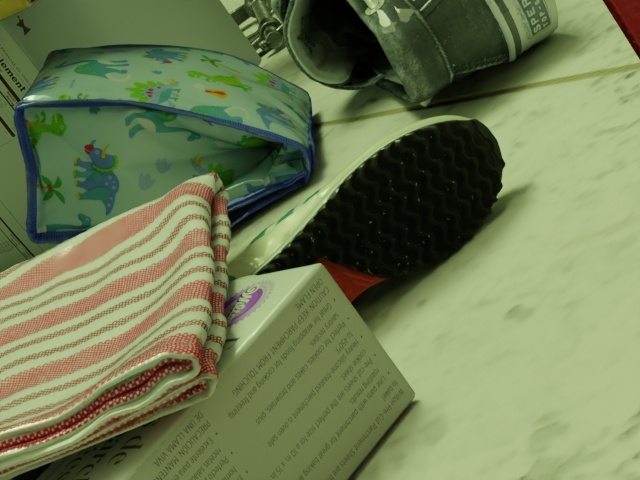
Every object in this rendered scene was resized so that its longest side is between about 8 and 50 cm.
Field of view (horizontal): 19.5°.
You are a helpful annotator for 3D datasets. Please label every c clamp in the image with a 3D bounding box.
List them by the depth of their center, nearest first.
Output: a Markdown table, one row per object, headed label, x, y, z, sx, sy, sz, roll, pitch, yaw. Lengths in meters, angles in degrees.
| label | x | y | z | sx | sy | sz | roll | pitch | yaw |
| --- | --- | --- | --- | --- | --- | --- | --- | --- | --- |
| c clamp | -0.054 | -0.146 | 1.325 | 0.137 | 0.022 | 0.160 | -41 | 19 | 1 |

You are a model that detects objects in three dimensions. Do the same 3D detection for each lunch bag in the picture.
| label | x | y | z | sx | sy | sz | roll | pitch | yaw |
| --- | --- | --- | --- | --- | --- | --- | --- | --- | --- |
| lunch bag | -0.079 | -0.054 | 1.005 | 0.151 | 0.096 | 0.129 | -4 | 21 | 1 |

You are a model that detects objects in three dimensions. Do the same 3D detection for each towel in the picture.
| label | x | y | z | sx | sy | sz | roll | pitch | yaw |
| --- | --- | --- | --- | --- | --- | --- | --- | --- | --- |
| towel | -0.102 | 0.032 | 0.668 | 0.144 | 0.029 | 0.197 | -22 | 19 | 6 |

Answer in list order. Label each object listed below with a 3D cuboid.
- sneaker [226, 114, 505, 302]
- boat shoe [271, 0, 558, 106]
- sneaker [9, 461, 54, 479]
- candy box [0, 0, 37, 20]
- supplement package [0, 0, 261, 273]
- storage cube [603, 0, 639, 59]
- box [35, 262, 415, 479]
| label | x | y | z | sx | sy | sz | roll | pitch | yaw |
| --- | --- | --- | --- | --- | --- | --- | --- | --- | --- |
| sneaker | 0.000 | 0.000 | 0.768 | 0.161 | 0.057 | 0.075 | -42 | 24 | -10 |
| boat shoe | 0.022 | -0.130 | 1.011 | 0.102 | 0.108 | 0.301 | -36 | 24 | -6 |
| sneaker | -0.209 | 0.145 | 0.743 | 0.272 | 0.100 | 0.108 | -29 | 8 | 2 |
| candy box | -0.304 | -0.243 | 1.041 | 0.268 | 0.317 | 0.122 | -17 | 30 | 45 |
| supplement package | -0.184 | -0.090 | 1.196 | 0.203 | 0.149 | 0.194 | -23 | 22 | 35 |
| storage cube | 0.178 | -0.096 | 0.462 | 0.184 | 0.193 | 0.215 | -27 | 18 | 24 |
| box | -0.090 | 0.132 | 0.580 | 0.063 | 0.067 | 0.324 | -13 | 29 | 51 |
